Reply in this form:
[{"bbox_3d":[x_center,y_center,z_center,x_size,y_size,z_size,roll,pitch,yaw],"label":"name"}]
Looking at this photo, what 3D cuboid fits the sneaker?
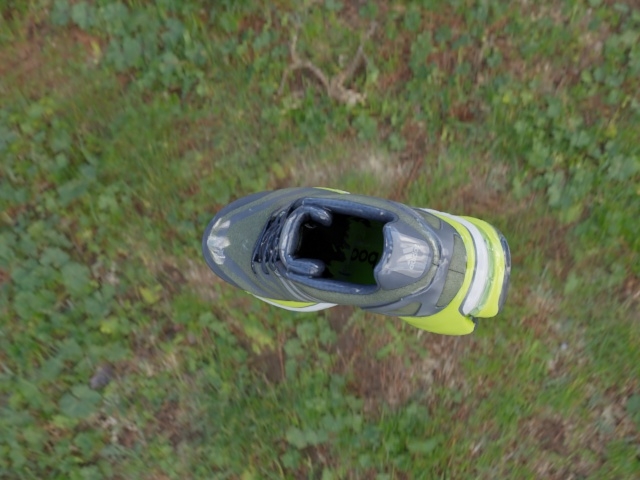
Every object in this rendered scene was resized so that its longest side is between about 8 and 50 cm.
[{"bbox_3d":[0.000,0.000,0.986,0.300,0.121,0.111,3,78,46],"label":"sneaker"}]
